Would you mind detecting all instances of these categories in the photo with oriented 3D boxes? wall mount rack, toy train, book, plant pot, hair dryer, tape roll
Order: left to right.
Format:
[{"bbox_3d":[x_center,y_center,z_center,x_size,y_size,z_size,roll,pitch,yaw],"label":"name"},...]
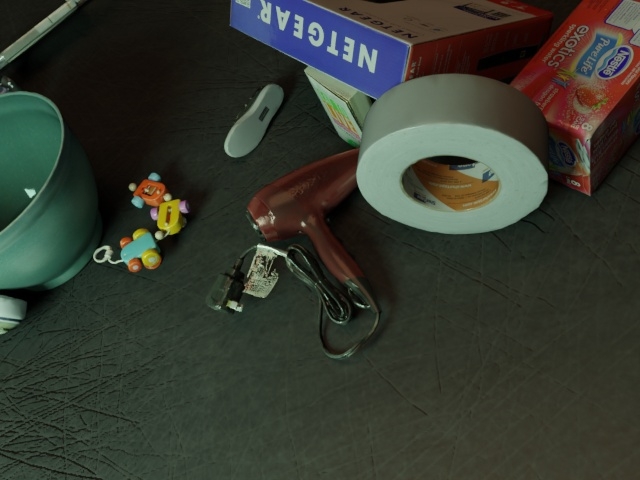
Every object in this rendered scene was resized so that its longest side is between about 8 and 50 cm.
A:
[{"bbox_3d":[-0.449,-0.043,1.055,0.292,0.196,0.293,-11,55,15],"label":"plant pot"},{"bbox_3d":[-0.604,-0.458,1.438,0.350,0.130,0.304,-42,22,-9],"label":"wall mount rack"},{"bbox_3d":[-0.256,-0.020,1.061,0.125,0.046,0.166,11,60,28],"label":"toy train"},{"bbox_3d":[0.000,0.000,0.945,0.223,0.080,0.294,16,71,13],"label":"hair dryer"},{"bbox_3d":[0.039,-0.174,0.979,0.035,0.144,0.096,-45,54,-7],"label":"book"},{"bbox_3d":[0.153,-0.093,0.835,0.219,0.219,0.072,-1,58,21],"label":"tape roll"}]

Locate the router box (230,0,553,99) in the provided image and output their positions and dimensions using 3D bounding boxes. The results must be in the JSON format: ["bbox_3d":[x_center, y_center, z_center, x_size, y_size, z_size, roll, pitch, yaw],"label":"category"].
[{"bbox_3d":[0.094,-0.305,0.990,0.301,0.082,0.335,-23,44,-38],"label":"router box"}]

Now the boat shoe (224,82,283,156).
[{"bbox_3d":[-0.108,-0.186,1.112,0.040,0.049,0.142,10,60,48],"label":"boat shoe"}]

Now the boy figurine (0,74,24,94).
[{"bbox_3d":[-0.646,-0.178,1.288,0.177,0.092,0.285,22,70,31],"label":"boy figurine"}]

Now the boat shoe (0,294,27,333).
[{"bbox_3d":[-0.554,0.130,1.058,0.302,0.109,0.094,-7,72,28],"label":"boat shoe"}]

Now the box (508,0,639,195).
[{"bbox_3d":[0.349,-0.199,0.887,0.128,0.123,0.257,32,75,35],"label":"box"}]
